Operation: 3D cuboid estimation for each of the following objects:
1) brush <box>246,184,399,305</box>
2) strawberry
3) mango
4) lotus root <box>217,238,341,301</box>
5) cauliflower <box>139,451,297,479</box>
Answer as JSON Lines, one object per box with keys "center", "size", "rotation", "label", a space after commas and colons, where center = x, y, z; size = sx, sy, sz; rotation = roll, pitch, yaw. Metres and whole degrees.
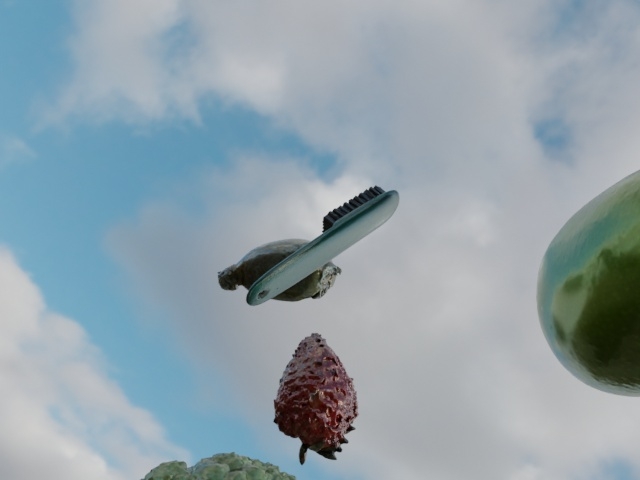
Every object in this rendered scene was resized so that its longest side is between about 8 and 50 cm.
{"center": [0.000, 0.000, 0.723], "size": [0.032, 0.193, 0.043], "rotation": [40, -33, 30], "label": "brush"}
{"center": [0.005, 0.234, 1.170], "size": [0.140, 0.192, 0.085], "rotation": [41, -38, -7], "label": "strawberry"}
{"center": [0.283, 0.031, 0.642], "size": [0.156, 0.192, 0.343], "rotation": [11, -13, 1], "label": "mango"}
{"center": [-0.053, 0.038, 1.005], "size": [0.165, 0.088, 0.088], "rotation": [-4, -53, 24], "label": "lotus root"}
{"center": [-0.105, 0.375, 0.799], "size": [0.327, 0.281, 0.260], "rotation": [15, 11, -21], "label": "cauliflower"}
